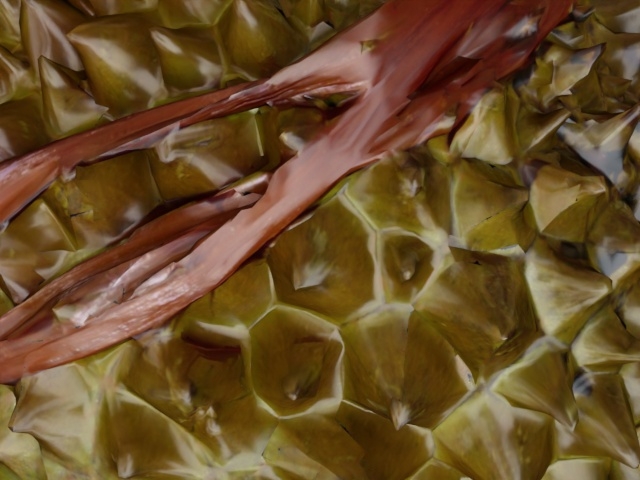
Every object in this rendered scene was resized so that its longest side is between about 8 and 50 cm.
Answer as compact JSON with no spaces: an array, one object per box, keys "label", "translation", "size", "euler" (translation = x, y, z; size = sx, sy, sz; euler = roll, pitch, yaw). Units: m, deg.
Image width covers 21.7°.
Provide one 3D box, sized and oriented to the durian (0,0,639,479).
[{"label":"durian","translation":[0.000,-0.002,0.593],"size":[0.384,0.348,0.348],"euler":[30,131,-8]}]
